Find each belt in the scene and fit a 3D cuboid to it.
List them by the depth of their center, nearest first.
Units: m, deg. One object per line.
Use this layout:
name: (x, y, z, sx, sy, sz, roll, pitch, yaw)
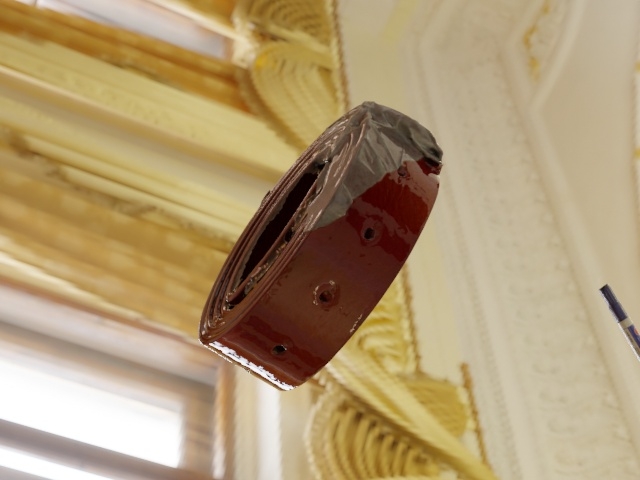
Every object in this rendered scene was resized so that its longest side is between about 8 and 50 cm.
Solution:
belt: (0.000, 0.000, 1.357, 0.324, 0.115, 0.227, -55, -161, 2)

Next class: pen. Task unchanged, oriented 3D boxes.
pen: (0.499, 0.159, 1.993, 0.025, 0.204, 0.025, -30, 180, 0)
